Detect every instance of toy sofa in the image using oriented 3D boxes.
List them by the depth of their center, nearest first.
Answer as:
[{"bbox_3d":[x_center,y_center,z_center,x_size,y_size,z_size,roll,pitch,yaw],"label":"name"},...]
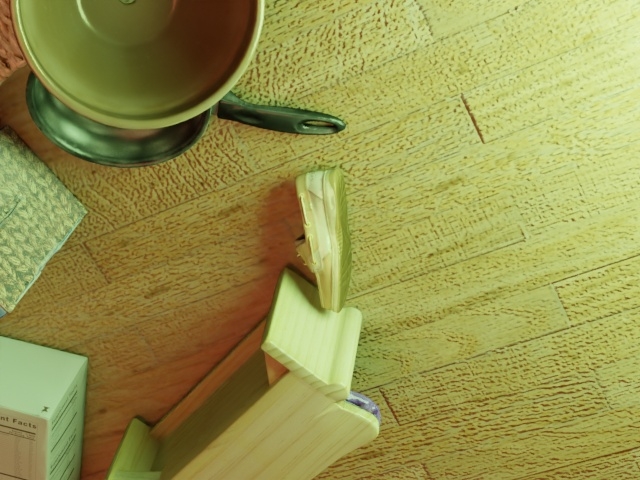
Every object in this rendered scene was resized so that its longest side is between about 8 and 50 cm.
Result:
[{"bbox_3d":[-0.089,0.221,1.485,0.177,0.150,0.362,37,120,-15],"label":"toy sofa"}]

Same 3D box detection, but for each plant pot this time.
[{"bbox_3d":[-0.179,-0.233,1.185,0.237,0.110,0.237,-4,108,-14],"label":"plant pot"}]

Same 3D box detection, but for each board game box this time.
[{"bbox_3d":[-0.448,0.040,1.415,0.291,0.232,0.141,-33,107,26],"label":"board game box"}]

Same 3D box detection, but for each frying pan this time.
[{"bbox_3d":[-0.153,-0.167,1.318,0.326,0.053,0.197,-11,138,10],"label":"frying pan"}]

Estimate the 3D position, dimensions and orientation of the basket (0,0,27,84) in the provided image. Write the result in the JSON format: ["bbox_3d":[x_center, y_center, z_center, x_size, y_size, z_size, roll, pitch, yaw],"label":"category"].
[{"bbox_3d":[-0.315,-0.243,1.267,0.103,0.167,0.113,-28,110,18],"label":"basket"}]

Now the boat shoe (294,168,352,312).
[{"bbox_3d":[0.000,0.000,1.395,0.059,0.063,0.170,2,110,15],"label":"boat shoe"}]

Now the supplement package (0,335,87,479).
[{"bbox_3d":[-0.388,0.266,1.586,0.139,0.134,0.244,14,121,5],"label":"supplement package"}]
